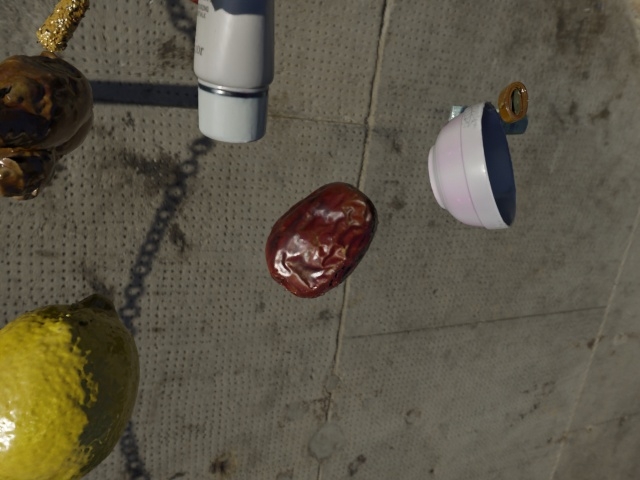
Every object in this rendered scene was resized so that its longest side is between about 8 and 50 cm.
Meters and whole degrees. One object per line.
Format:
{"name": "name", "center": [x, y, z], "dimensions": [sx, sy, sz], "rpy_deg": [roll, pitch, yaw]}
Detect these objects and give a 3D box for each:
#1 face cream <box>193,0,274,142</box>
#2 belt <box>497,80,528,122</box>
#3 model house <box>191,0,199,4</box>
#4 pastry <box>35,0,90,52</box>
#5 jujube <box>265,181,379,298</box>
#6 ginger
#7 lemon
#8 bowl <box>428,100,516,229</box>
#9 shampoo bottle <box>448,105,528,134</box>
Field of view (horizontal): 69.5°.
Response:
{"name": "face cream", "center": [-0.086, -0.264, 0.486], "dimensions": [0.089, 0.143, 0.315], "rpy_deg": [-7, 121, -28]}
{"name": "belt", "center": [0.416, -0.299, 1.002], "dimensions": [0.059, 0.036, 0.083], "rpy_deg": [0, 90, -11]}
{"name": "model house", "center": [-0.152, -0.585, 0.907], "dimensions": [0.195, 0.254, 0.160], "rpy_deg": [1, 85, -27]}
{"name": "pastry", "center": [-0.564, -0.480, 1.011], "dimensions": [0.056, 0.080, 0.140], "rpy_deg": [30, 87, -51]}
{"name": "jujube", "center": [0.000, 0.000, 0.934], "dimensions": [0.243, 0.183, 0.183], "rpy_deg": [-48, 120, -9]}
{"name": "ginger", "center": [-0.540, -0.213, 0.863], "dimensions": [0.152, 0.357, 0.274], "rpy_deg": [31, 80, -21]}
{"name": "lemon", "center": [-0.417, 0.234, 0.733], "dimensions": [0.245, 0.245, 0.320], "rpy_deg": [26, 72, -29]}
{"name": "bowl", "center": [0.346, -0.162, 1.069], "dimensions": [0.287, 0.143, 0.287], "rpy_deg": [17, 70, -54]}
{"name": "shampoo bottle", "center": [0.473, -0.341, 1.304], "dimensions": [0.212, 0.049, 0.072], "rpy_deg": [10, 131, 4]}
